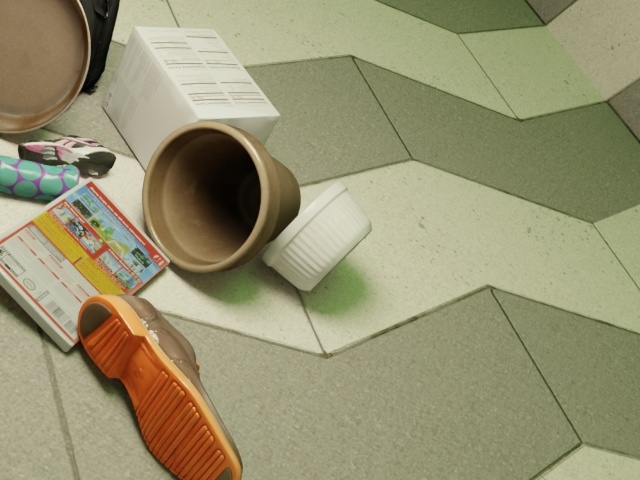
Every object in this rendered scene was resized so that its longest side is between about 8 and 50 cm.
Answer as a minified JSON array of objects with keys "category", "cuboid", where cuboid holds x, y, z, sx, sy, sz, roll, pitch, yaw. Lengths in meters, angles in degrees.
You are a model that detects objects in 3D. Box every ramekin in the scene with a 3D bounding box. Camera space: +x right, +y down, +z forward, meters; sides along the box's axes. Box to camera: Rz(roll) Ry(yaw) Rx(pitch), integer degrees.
[{"category":"ramekin","cuboid":[0.000,0.000,1.823,0.109,0.207,0.207,46,38,3]}]

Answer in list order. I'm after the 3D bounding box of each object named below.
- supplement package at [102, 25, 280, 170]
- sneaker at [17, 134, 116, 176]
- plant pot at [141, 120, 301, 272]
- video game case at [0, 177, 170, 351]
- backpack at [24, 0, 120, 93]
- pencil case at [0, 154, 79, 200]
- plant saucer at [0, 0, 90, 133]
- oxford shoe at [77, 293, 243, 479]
[{"category":"supplement package","cuboid":[-0.255,-0.254,1.924,0.198,0.199,0.262,-9,53,-43]},{"category":"sneaker","cuboid":[-0.465,-0.157,1.786,0.178,0.072,0.077,5,32,-43]},{"category":"plant pot","cuboid":[-0.152,-0.079,1.787,0.263,0.263,0.229,46,22,18]},{"category":"video game case","cuboid":[-0.392,0.031,1.607,0.204,0.025,0.285,47,37,-3]},{"category":"backpack","cuboid":[-0.494,-0.412,1.888,0.191,0.253,0.225,35,37,4]},{"category":"pencil case","cuboid":[-0.496,-0.109,1.697,0.152,0.064,0.070,10,58,-28]},{"category":"plant saucer","cuboid":[-0.545,-0.346,1.761,0.310,0.310,0.050,36,12,5]},{"category":"oxford shoe","cuboid":[-0.212,0.216,1.483,0.363,0.130,0.133,53,29,18]}]
